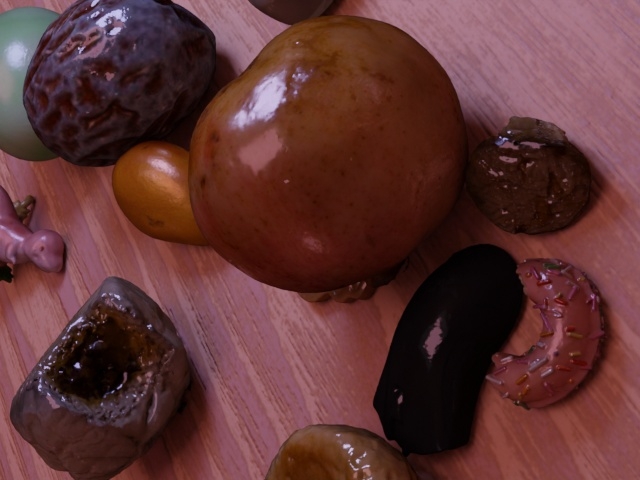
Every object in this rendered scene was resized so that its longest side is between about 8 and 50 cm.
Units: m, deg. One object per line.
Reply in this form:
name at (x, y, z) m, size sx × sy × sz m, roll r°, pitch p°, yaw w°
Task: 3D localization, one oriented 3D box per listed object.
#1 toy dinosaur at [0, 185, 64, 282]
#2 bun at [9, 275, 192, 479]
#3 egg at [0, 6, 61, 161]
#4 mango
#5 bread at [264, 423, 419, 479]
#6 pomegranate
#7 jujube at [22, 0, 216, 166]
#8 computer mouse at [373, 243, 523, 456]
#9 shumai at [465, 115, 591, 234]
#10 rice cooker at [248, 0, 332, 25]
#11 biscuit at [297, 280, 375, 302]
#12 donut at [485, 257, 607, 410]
toy dinosaur at (-0.528, -0.007, 2.187) m, size 0.177 × 0.152 × 0.194 m, roll -32°, pitch 61°, yaw 27°
bun at (-0.293, 0.205, 1.808) m, size 0.281 × 0.205 × 0.281 m, roll -48°, pitch 10°, yaw 11°
egg at (-0.475, -0.258, 2.141) m, size 0.220 × 0.220 × 0.270 m, roll -30°, pitch 54°, yaw 38°
mango at (-0.211, -0.064, 1.874) m, size 0.219 × 0.112 × 0.145 m, roll 27°, pitch 126°, yaw 32°
bread at (0.031, 0.328, 1.467) m, size 0.244 × 0.134 × 0.245 m, roll -20°, pitch 64°, yaw 46°
pomegranate at (0.019, -0.082, 1.497) m, size 0.338 × 0.338 × 0.338 m, roll -18°, pitch 65°, yaw 43°
jujube at (-0.295, -0.244, 1.923) m, size 0.308 × 0.246 × 0.215 m, roll -44°, pitch 45°, yaw 43°
computer mouse at (0.128, 0.123, 1.466) m, size 0.147 × 0.088 × 0.264 m, roll 24°, pitch 98°, yaw 51°
shumai at (0.238, -0.075, 1.419) m, size 0.139 × 0.105 × 0.123 m, roll 7°, pitch 126°, yaw 58°
rice cooker at (-0.029, -0.398, 1.773) m, size 0.145 × 0.127 × 0.206 m, roll 42°, pitch 117°, yaw 45°
biscuit at (-0.001, 0.004, 1.684) m, size 0.236 × 0.040 × 0.144 m, roll 37°, pitch 111°, yaw 49°
donut at (0.243, 0.097, 1.359) m, size 0.117 × 0.065 × 0.166 m, roll -1°, pitch 78°, yaw 48°
